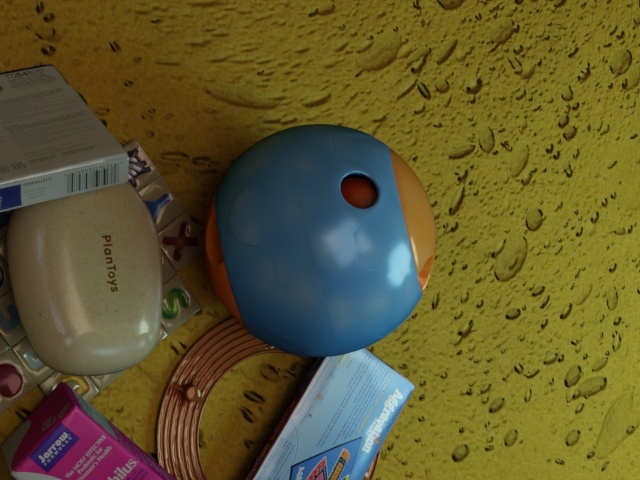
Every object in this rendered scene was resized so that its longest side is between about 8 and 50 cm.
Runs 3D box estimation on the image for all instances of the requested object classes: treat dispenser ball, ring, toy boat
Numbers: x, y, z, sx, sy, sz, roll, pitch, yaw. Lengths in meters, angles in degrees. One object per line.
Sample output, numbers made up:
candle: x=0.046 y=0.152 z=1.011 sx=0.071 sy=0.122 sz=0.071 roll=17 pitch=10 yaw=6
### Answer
treat dispenser ball: x=0.000 y=0.000 z=1.710 sx=0.288 sy=0.288 sz=0.288 roll=0 pitch=90 yaw=-28
ring: x=-0.057 y=0.257 z=1.823 sx=0.336 sy=0.032 sz=0.337 roll=0 pitch=89 yaw=-28
toy boat: x=-0.339 y=0.027 z=1.606 sx=0.318 sy=0.148 sz=0.268 roll=2 pitch=77 yaw=-33

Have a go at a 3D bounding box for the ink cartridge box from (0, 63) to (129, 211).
ink cartridge box: x=-0.365 y=-0.115 z=1.584 sx=0.223 sy=0.224 sz=0.045 roll=-15 pitch=132 yaw=-27

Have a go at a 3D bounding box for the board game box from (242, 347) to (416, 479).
board game box: x=0.003 y=0.272 z=1.823 sx=0.145 sy=0.027 sz=0.281 roll=39 pitch=72 yaw=-22

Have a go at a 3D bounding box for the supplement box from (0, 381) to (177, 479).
supplement box: x=-0.262 y=0.289 z=1.656 sx=0.220 sy=0.114 sz=0.111 roll=44 pitch=84 yaw=-19

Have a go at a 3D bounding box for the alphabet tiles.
alphabet tiles: x=-0.309 y=0.040 z=1.699 sx=0.342 sy=0.011 sz=0.285 roll=-40 pitch=108 yaw=-23
